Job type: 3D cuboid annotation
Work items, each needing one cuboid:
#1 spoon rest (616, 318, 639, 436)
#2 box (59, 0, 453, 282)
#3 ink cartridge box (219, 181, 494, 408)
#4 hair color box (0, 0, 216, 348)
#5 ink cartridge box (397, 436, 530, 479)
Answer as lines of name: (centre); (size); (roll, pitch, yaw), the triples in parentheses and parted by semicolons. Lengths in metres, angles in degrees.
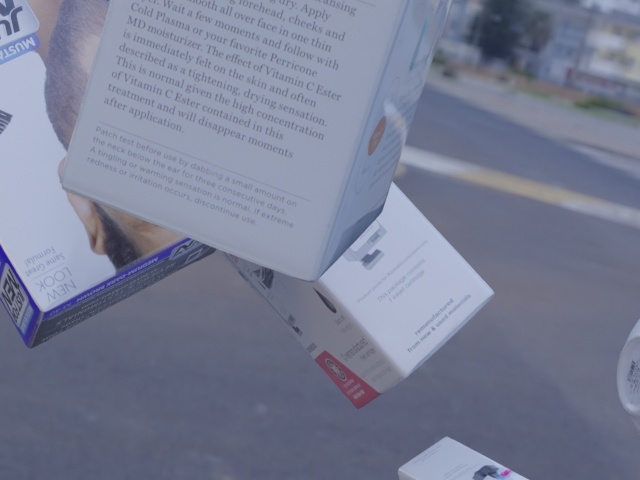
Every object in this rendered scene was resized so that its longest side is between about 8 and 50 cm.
spoon rest: (0.302, 0.182, 1.504); (0.084, 0.276, 0.137); (7, 19, -20)
box: (-0.004, -0.180, 1.008); (0.168, 0.345, 0.215); (21, 15, 8)
ink cartridge box: (0.000, 0.000, 1.513); (0.283, 0.117, 0.207); (48, -17, 3)
hair color box: (-0.236, -0.107, 1.354); (0.185, 0.339, 0.110); (-29, -9, -24)
ink cartridge box: (0.150, 0.247, 1.374); (0.061, 0.104, 0.181); (-29, 30, -26)
